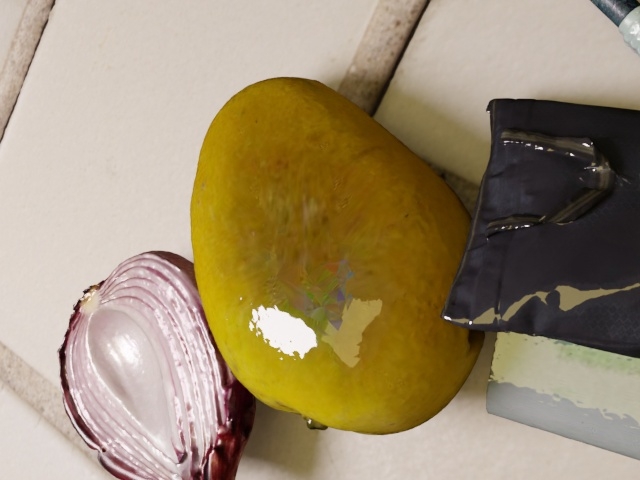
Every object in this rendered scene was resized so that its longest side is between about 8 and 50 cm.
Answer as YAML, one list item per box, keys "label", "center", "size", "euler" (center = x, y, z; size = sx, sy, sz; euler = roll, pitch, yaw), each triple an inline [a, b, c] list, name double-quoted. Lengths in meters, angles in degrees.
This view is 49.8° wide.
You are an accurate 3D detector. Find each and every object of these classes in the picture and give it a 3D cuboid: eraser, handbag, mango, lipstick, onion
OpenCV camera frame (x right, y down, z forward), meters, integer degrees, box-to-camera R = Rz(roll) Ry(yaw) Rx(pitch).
- label: "eraser"
  center: [0.261, 0.086, 0.550]
  size: [0.227, 0.081, 0.174]
  euler: [12, 90, 28]
- label: "handbag"
  center: [0.212, -0.023, 0.515]
  size: [0.211, 0.088, 0.254]
  euler: [8, 51, 19]
- label: "mango"
  center: [0.000, 0.000, 0.625]
  size: [0.253, 0.182, 0.365]
  euler: [-31, 69, 13]
- label: "lipstick"
  center: [0.255, -0.206, 0.596]
  size: [0.037, 0.037, 0.116]
  euler: [-41, 67, 19]
- label: "onion"
  center: [-0.150, 0.159, 0.726]
  size: [0.227, 0.120, 0.283]
  euler: [-43, 65, 24]
